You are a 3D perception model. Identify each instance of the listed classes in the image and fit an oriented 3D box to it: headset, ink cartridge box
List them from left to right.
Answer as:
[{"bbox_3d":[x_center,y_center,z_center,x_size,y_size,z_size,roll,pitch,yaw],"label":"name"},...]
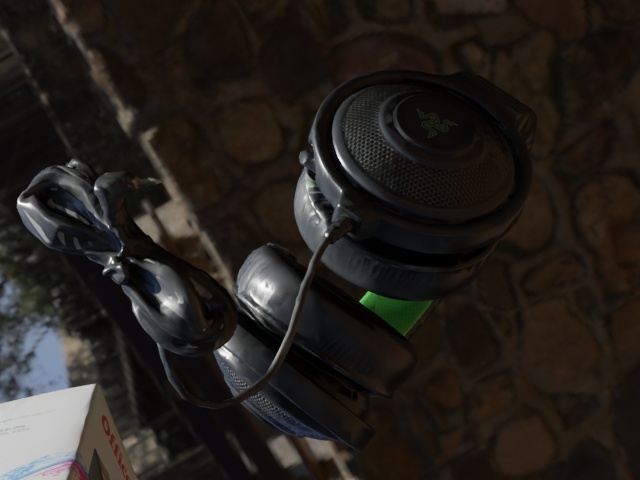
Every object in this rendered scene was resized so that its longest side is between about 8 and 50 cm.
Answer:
[{"bbox_3d":[-0.169,0.213,0.705,0.212,0.093,0.154,-94,-10,-65],"label":"ink cartridge box"},{"bbox_3d":[0.000,0.000,0.692,0.185,0.243,0.394,36,-159,15],"label":"headset"}]
